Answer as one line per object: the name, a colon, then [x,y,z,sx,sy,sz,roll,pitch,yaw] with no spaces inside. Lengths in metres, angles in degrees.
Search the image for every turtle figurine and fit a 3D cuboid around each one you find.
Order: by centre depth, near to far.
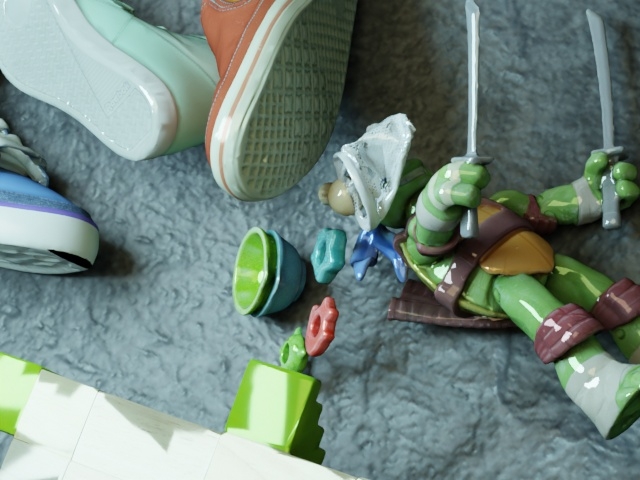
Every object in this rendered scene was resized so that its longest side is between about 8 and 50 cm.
turtle figurine: [0.165,-0.017,1.175,0.275,0.198,0.266,-46,69,2]

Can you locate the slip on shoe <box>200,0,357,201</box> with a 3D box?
slip on shoe: [-0.041,-0.148,1.282,0.101,0.123,0.331,-4,43,15]

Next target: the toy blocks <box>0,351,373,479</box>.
toy blocks: [-0.023,0.199,1.137,0.381,0.261,0.191,15,79,29]

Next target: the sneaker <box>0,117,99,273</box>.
sneaker: [-0.296,-0.114,1.388,0.323,0.130,0.236,11,79,26]

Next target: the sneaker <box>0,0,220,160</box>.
sneaker: [-0.155,-0.148,1.367,0.256,0.151,0.094,42,122,30]

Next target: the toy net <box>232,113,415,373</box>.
toy net: [0.000,0.000,1.226,0.045,0.232,0.122,12,49,-21]
